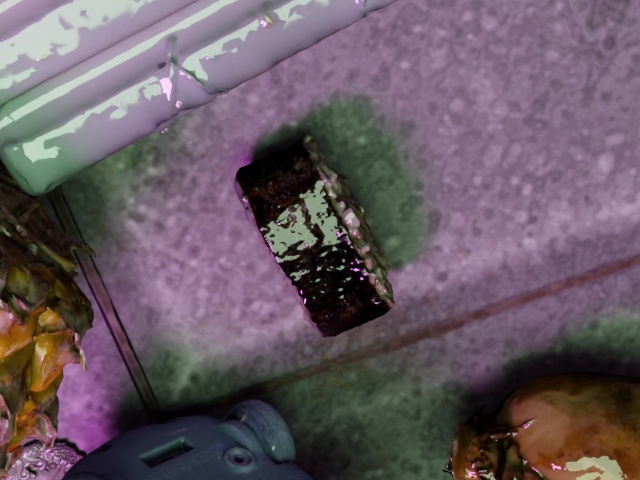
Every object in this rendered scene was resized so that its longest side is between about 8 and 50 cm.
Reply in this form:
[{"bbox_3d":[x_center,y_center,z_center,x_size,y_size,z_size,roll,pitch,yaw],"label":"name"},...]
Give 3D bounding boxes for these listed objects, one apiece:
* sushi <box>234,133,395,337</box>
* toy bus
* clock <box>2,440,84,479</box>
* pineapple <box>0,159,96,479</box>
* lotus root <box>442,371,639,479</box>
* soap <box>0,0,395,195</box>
[{"bbox_3d":[0.000,0.000,1.467,0.078,0.090,0.150,-26,114,3],"label":"sushi"},{"bbox_3d":[-0.078,0.281,1.500,0.197,0.294,0.232,-21,138,-42],"label":"toy bus"},{"bbox_3d":[-0.215,0.196,1.587,0.074,0.010,0.083,-36,115,12],"label":"clock"},{"bbox_3d":[-0.328,0.054,1.336,0.352,0.352,0.300,41,97,-22],"label":"pineapple"},{"bbox_3d":[0.236,0.189,1.553,0.314,0.141,0.169,7,101,-10],"label":"lotus root"},{"bbox_3d":[-0.068,-0.251,1.295,0.446,0.156,0.261,-28,116,9],"label":"soap"}]
